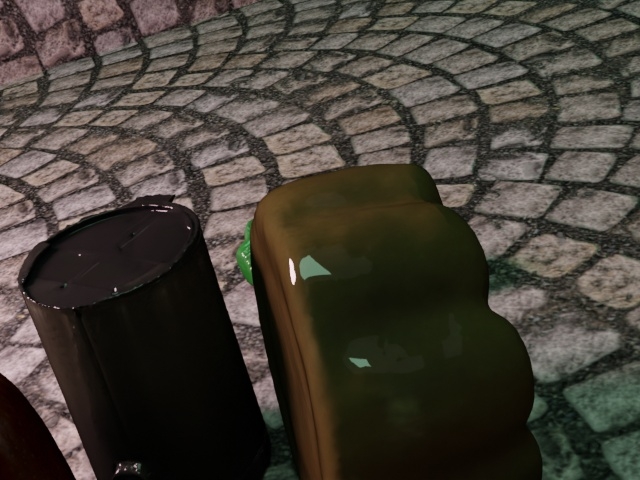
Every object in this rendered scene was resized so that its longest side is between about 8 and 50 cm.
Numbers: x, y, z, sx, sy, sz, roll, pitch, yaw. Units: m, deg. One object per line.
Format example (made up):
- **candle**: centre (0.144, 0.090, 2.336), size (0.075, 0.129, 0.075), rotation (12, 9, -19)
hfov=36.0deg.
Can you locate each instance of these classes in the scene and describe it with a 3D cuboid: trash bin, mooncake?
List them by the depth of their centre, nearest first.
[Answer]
- **mooncake**: centre (0.062, 0.113, 0.942), size (0.200, 0.379, 0.378), rotation (-12, 28, -10)
- **trash bin**: centre (-0.185, 0.135, 1.072), size (0.202, 0.302, 0.252), rotation (-3, 29, 18)

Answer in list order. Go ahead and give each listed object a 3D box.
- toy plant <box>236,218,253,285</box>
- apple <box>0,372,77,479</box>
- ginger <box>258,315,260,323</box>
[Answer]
- **toy plant**: centre (-0.004, 0.009, 1.454), size (0.240, 0.088, 0.155), rotation (-3, 40, -3)
- **apple**: centre (-0.353, 0.277, 0.906), size (0.288, 0.317, 0.288), rotation (-13, 12, 3)
- **ginger**: centre (0.059, 0.065, 1.326), size (0.290, 0.089, 0.137), rotation (-28, 49, -16)
